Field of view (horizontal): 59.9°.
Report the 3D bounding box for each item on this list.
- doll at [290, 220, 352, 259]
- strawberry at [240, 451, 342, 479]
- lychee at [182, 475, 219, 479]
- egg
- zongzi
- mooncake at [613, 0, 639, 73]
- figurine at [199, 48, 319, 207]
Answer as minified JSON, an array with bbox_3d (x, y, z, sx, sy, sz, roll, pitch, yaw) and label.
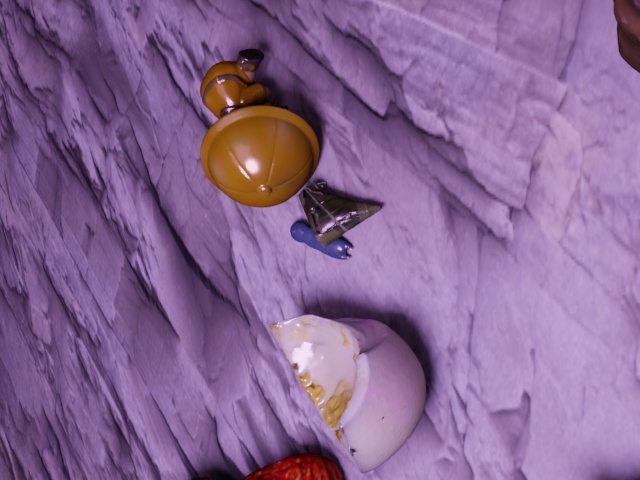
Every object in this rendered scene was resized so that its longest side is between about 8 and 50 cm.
[{"bbox_3d":[0.000,0.000,0.927,0.125,0.027,0.037,25,109,29],"label":"doll"},{"bbox_3d":[-0.097,0.516,0.885,0.292,0.310,0.291,7,124,11],"label":"strawberry"},{"bbox_3d":[-0.234,0.569,1.057,0.200,0.200,0.238,9,94,35],"label":"lychee"},{"bbox_3d":[0.062,0.203,0.823,0.206,0.162,0.271,65,168,-26],"label":"egg"},{"bbox_3d":[0.029,-0.063,0.890,0.119,0.055,0.109,-31,62,15],"label":"zongzi"},{"bbox_3d":[0.429,-0.263,0.491,0.324,0.187,0.324,4,96,33],"label":"mooncake"},{"bbox_3d":[-0.119,-0.173,0.911,0.256,0.167,0.192,59,136,19],"label":"figurine"}]
